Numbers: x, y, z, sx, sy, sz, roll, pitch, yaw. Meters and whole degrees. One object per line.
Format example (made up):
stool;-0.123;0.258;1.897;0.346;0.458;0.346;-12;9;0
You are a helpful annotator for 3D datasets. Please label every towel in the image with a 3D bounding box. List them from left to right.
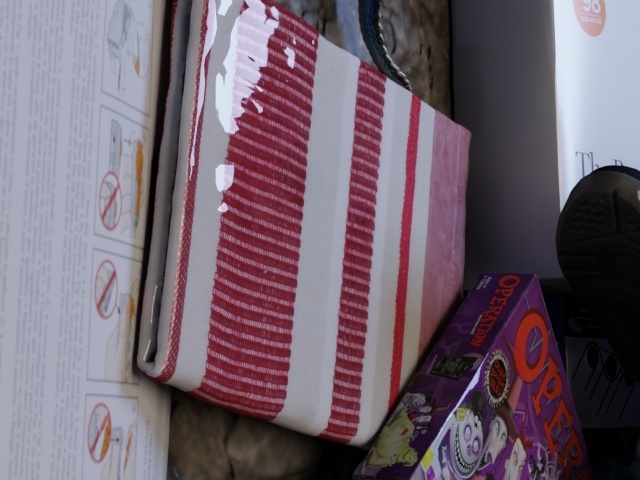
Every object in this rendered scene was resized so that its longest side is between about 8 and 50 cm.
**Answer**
towel;0.000;0.000;1.057;0.329;0.037;0.237;26;64;-56

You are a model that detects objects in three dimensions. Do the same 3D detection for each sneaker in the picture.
sneaker;0.231;-0.003;1.200;0.227;0.087;0.130;53;53;-45

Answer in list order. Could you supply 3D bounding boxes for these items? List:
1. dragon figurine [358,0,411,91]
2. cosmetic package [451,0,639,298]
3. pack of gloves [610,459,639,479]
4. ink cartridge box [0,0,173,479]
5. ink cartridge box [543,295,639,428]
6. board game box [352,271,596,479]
dragon figurine;0.073;-0.251;1.131;0.085;0.144;0.289;11;76;-52
cosmetic package;0.240;-0.095;1.377;0.377;0.097;0.284;6;78;-52
pack of gloves;0.287;0.174;1.404;0.195;0.046;0.232;-61;147;-17
ink cartridge box;-0.165;-0.007;0.811;0.385;0.091;0.308;24;67;-74
ink cartridge box;0.223;0.097;1.362;0.207;0.046;0.097;6;81;-53
board game box;0.131;0.220;1.185;0.208;0.056;0.346;-57;136;-46
